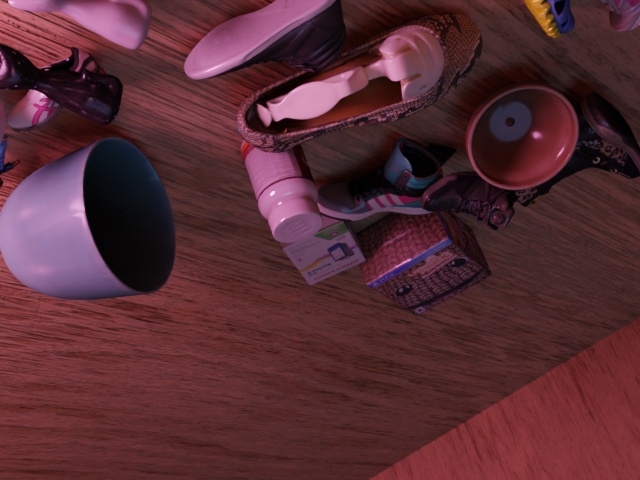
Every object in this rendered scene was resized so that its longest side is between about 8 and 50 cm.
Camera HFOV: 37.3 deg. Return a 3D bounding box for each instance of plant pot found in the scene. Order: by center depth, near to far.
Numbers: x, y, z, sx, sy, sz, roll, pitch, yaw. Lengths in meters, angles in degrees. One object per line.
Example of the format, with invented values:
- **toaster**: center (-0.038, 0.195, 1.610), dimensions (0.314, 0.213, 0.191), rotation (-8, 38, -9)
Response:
- **plant pot**: center (-0.444, -0.022, 1.751), dimensions (0.235, 0.293, 0.293), rotation (-13, 152, 21)
- **plant pot**: center (0.416, -0.236, 2.015), dimensions (0.237, 0.109, 0.237), rotation (-4, 120, -7)

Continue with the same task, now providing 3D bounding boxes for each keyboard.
- **keyboard**: center (0.221, -0.153, 2.158), dimensions (0.108, 0.023, 0.180), rotation (6, 140, -36)

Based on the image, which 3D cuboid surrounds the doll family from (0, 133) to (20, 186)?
- **doll family**: center (-0.625, -0.129, 1.661), dimensions (0.193, 0.076, 0.111), rotation (-2, 125, -20)

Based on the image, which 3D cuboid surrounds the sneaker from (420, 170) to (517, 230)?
- **sneaker**: center (0.330, -0.081, 2.039), dimensions (0.228, 0.130, 0.087), rotation (-9, 142, -28)

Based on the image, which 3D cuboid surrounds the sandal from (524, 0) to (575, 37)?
- **sandal**: center (0.411, -0.477, 1.667), dimensions (0.138, 0.126, 0.317), rotation (-31, 149, 10)

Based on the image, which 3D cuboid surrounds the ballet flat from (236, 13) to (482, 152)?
- **ballet flat**: center (0.072, -0.280, 1.711), dimensions (0.483, 0.164, 0.182), rotation (-21, -177, 5)

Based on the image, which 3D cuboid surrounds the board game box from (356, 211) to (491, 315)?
- **board game box**: center (0.253, 0.041, 2.365), dimensions (0.232, 0.141, 0.291), rotation (-32, 147, 19)

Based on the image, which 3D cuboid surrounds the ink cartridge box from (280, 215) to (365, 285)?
- **ink cartridge box**: center (0.000, 0.000, 2.205), dimensions (0.154, 0.093, 0.212), rotation (-24, 151, 5)

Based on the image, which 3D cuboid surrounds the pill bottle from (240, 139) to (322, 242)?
- **pill bottle**: center (-0.074, -0.112, 1.860), dimensions (0.121, 0.221, 0.121), rotation (-15, 149, -9)

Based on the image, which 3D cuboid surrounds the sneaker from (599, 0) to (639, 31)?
- **sneaker**: center (0.545, -0.485, 1.760), dimensions (0.111, 0.103, 0.252), rotation (-17, 143, 3)

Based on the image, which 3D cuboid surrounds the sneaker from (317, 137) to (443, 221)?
- **sneaker**: center (0.136, -0.134, 2.045), dimensions (0.296, 0.123, 0.178), rotation (-5, 142, -14)

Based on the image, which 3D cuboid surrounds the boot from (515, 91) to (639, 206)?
- **boot**: center (0.586, -0.185, 2.208), dimensions (0.284, 0.138, 0.377), rotation (-30, 154, 24)

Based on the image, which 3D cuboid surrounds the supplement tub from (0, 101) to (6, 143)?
- **supplement tub**: center (-0.616, -0.200, 1.490), dimensions (0.144, 0.144, 0.200), rotation (-34, 146, 21)

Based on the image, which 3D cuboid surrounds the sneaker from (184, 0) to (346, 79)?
- **sneaker**: center (-0.081, -0.325, 1.633), dimensions (0.296, 0.104, 0.147), rotation (-28, 143, 5)

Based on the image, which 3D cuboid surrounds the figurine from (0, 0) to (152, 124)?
- **figurine**: center (-0.394, -0.305, 1.466), dimensions (0.209, 0.092, 0.214), rotation (13, 112, -35)

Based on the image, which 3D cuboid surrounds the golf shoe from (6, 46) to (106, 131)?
- **golf shoe**: center (-0.454, -0.255, 1.578), dimensions (0.186, 0.067, 0.086), rotation (-34, 140, 5)
